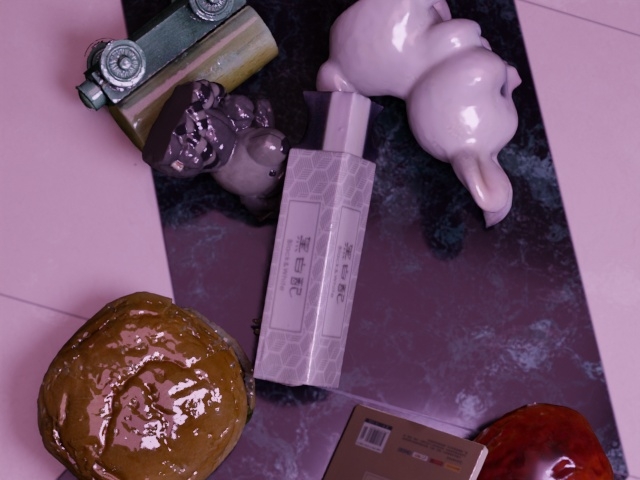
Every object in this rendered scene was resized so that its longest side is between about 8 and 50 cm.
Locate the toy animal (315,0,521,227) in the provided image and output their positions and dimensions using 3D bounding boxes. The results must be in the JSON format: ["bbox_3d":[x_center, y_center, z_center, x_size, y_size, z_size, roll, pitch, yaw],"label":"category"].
[{"bbox_3d":[0.165,-0.194,1.968,0.241,0.196,0.367,-40,80,9],"label":"toy animal"}]

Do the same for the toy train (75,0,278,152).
[{"bbox_3d":[-0.206,-0.265,1.993,0.307,0.126,0.189,-40,116,-14],"label":"toy train"}]

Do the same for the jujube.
[{"bbox_3d":[0.269,0.334,1.871,0.255,0.190,0.190,-24,80,6],"label":"jujube"}]

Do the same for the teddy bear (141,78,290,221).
[{"bbox_3d":[-0.118,-0.144,1.920,0.251,0.144,0.171,17,62,-32],"label":"teddy bear"}]

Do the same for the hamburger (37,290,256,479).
[{"bbox_3d":[-0.234,0.213,1.853,0.265,0.134,0.285,39,78,6],"label":"hamburger"}]

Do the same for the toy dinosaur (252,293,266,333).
[{"bbox_3d":[-0.052,0.131,1.949,0.060,0.029,0.119,-39,86,-24],"label":"toy dinosaur"}]

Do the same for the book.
[{"bbox_3d":[0.075,0.389,1.839,0.217,0.021,0.310,14,72,36],"label":"book"}]

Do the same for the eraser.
[{"bbox_3d":[0.000,0.000,1.884,0.096,0.098,0.404,8,86,32],"label":"eraser"}]
